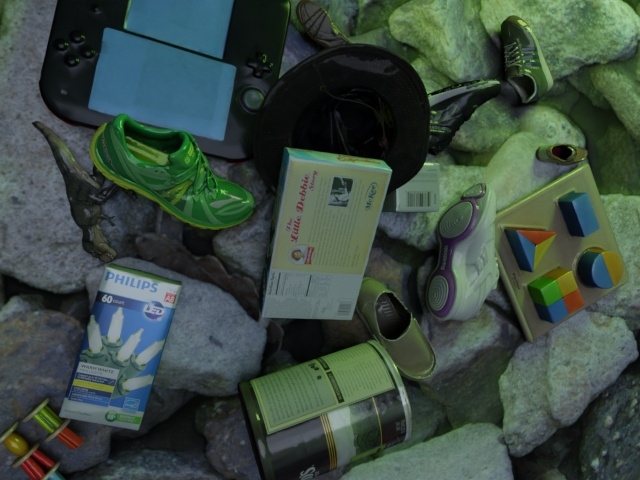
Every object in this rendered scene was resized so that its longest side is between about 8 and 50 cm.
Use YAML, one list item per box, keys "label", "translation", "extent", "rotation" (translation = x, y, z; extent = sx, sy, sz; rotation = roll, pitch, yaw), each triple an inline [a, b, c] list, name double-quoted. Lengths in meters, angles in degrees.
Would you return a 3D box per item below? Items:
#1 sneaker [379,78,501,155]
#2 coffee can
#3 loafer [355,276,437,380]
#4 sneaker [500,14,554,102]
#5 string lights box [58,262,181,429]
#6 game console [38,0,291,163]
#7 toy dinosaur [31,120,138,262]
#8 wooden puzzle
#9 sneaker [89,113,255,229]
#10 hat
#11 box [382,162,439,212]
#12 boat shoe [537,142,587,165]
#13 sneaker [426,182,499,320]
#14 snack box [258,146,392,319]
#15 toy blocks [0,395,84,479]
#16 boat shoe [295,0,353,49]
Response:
- label: "sneaker"
  translation: [0.250, -0.249, 1.004]
  extent: [0.283, 0.107, 0.124]
  rotation: [-20, 106, -7]
- label: "coffee can"
  translation: [0.003, 0.322, 0.895]
  extent: [0.275, 0.201, 0.202]
  rotation: [-15, 97, -16]
- label: "loafer"
  translation: [0.158, 0.195, 0.993]
  extent: [0.102, 0.092, 0.269]
  rotation: [-41, 104, -11]
- label: "sneaker"
  translation: [0.445, -0.395, 1.064]
  extent: [0.086, 0.064, 0.192]
  rotation: [-41, 107, -16]
- label: "string lights box"
  translation: [-0.347, 0.184, 0.845]
  extent: [0.133, 0.076, 0.260]
  rotation: [17, 88, -16]
- label: "game console"
  translation: [-0.262, -0.335, 0.853]
  extent: [0.385, 0.060, 0.343]
  rotation: [12, 90, -18]
- label: "toy dinosaur"
  translation: [-0.391, -0.097, 0.827]
  extent: [0.118, 0.064, 0.269]
  rotation: [-21, 96, -8]
- label: "wooden puzzle"
  translation: [0.574, 0.030, 1.120]
  extent: [0.347, 0.080, 0.323]
  rotation: [-29, 101, -14]
- label: "sneaker"
  translation: [-0.235, -0.110, 0.814]
  extent: [0.295, 0.123, 0.110]
  rotation: [25, 51, -30]
- label: "hat"
  translation: [0.033, -0.208, 0.897]
  extent: [0.330, 0.134, 0.332]
  rotation: [-4, 119, -8]
- label: "box"
  translation: [0.182, -0.108, 0.987]
  extent: [0.101, 0.087, 0.102]
  rotation: [-2, 93, -16]
- label: "boat shoe"
  translation: [0.580, -0.203, 1.127]
  extent: [0.135, 0.045, 0.050]
  rotation: [-4, 94, -17]
- label: "sneaker"
  translation: [0.327, 0.029, 1.043]
  extent: [0.152, 0.114, 0.306]
  rotation: [14, 94, -30]
- label: "snack box"
  translation: [0.000, 0.000, 0.887]
  extent: [0.186, 0.060, 0.322]
  rotation: [5, 116, -17]
- label: "toy blocks"
  translation: [-0.464, 0.360, 0.823]
  extent: [0.123, 0.054, 0.148]
  rotation: [-38, 103, 0]
- label: "boat shoe"
  translation: [0.010, -0.405, 0.939]
  extent: [0.152, 0.049, 0.056]
  rotation: [42, 99, -19]
